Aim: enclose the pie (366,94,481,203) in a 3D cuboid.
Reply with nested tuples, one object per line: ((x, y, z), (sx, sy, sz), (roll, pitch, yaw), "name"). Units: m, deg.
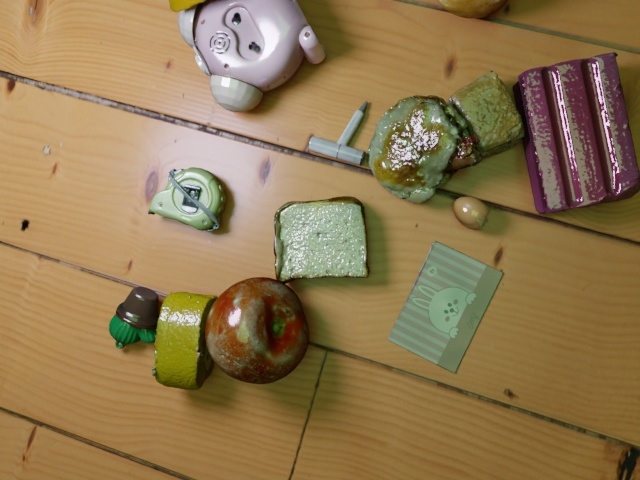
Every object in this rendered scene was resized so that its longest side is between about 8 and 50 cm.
((0.250, -0.239, 1.384), (0.274, 0.105, 0.257), (-39, 81, 29), "pie")

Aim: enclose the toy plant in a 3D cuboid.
((-0.516, 0.230, 1.510), (0.143, 0.105, 0.200), (23, 109, -4), "toy plant")

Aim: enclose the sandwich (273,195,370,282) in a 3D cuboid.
((0.000, 0.000, 1.442), (0.251, 0.087, 0.226), (-5, 90, 6), "sandwich")

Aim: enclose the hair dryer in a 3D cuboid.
((0.067, -0.311, 1.468), (0.155, 0.044, 0.183), (17, 86, 7), "hair dryer")

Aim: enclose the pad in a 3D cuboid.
((0.331, 0.176, 1.430), (0.202, 0.005, 0.299), (26, 92, 8), "pad")

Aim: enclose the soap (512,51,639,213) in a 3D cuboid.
((0.634, -0.258, 1.336), (0.233, 0.128, 0.359), (-10, 87, 9), "soap")

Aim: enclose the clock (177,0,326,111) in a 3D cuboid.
((-0.193, -0.548, 1.448), (0.326, 0.184, 0.342), (-28, 80, 11), "clock")

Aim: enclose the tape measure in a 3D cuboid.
((-0.354, -0.116, 1.487), (0.200, 0.106, 0.175), (22, 95, 6), "tape measure")

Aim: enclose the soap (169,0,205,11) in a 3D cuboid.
((-0.269, -0.734, 1.385), (0.204, 0.096, 0.324), (-1, 50, 34), "soap")

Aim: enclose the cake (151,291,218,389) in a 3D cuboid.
((-0.360, 0.270, 1.441), (0.156, 0.179, 0.260), (5, 88, 9), "cake")

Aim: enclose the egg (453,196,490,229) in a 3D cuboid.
((0.389, -0.073, 1.392), (0.096, 0.080, 0.080), (27, 93, 20), "egg")

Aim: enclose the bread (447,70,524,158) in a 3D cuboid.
((0.427, -0.317, 1.381), (0.138, 0.102, 0.196), (-25, 87, 9), "bread")

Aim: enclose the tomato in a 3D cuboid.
((-0.171, 0.232, 1.385), (0.223, 0.270, 0.270), (-18, 85, 41), "tomato")

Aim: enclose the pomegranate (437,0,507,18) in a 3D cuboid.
((0.394, -0.672, 1.338), (0.233, 0.233, 0.233), (0, 89, 8), "pomegranate")
